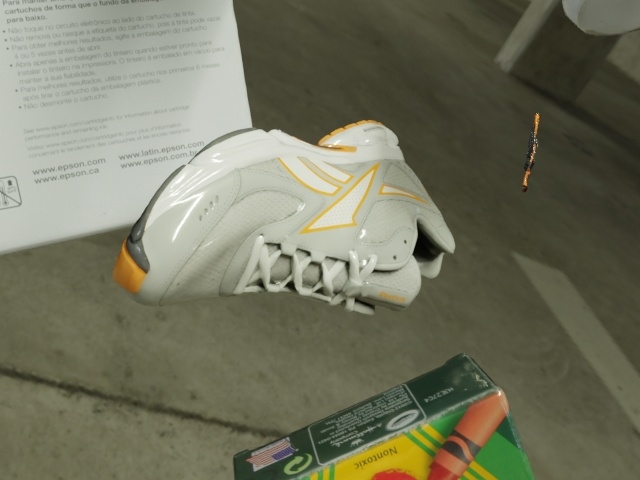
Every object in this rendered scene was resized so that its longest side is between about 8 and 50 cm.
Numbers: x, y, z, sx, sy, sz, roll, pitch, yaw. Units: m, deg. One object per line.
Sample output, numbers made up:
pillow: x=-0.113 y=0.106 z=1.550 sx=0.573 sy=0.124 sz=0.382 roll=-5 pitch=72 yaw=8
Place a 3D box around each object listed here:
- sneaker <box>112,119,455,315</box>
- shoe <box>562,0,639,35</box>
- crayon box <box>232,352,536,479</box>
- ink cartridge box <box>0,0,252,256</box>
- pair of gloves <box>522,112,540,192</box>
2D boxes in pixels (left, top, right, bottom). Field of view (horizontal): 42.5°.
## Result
sneaker: x=0.000 y=0.000 z=0.501 sx=0.121 sy=0.099 sz=0.262 roll=49 pitch=39 yaw=16
shoe: x=0.181 y=-0.170 z=0.394 sx=0.081 sy=0.178 sz=0.063 roll=62 pitch=0 yaw=25
crayon box: x=0.087 y=0.273 z=0.627 sx=0.081 sy=0.202 sz=0.319 roll=-127 pitch=-167 yaw=-76
ink cartridge box: x=-0.216 y=-0.156 z=0.530 sx=0.324 sy=0.330 sz=0.071 roll=-13 pitch=11 yaw=-26
pair of gloves: x=0.260 y=-0.107 z=1.011 sx=0.010 sy=0.074 sz=0.083 roll=11 pitch=-22 yaw=15
